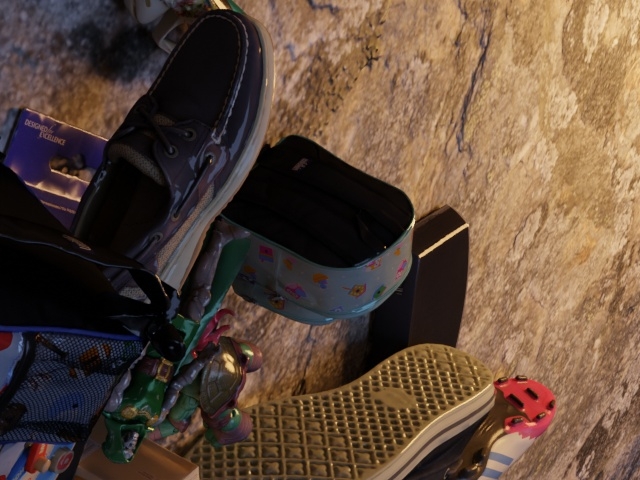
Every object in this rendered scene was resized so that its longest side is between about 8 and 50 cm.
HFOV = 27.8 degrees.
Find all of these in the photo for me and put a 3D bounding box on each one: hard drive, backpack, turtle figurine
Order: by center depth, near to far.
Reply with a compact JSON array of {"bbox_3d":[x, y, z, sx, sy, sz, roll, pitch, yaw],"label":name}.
[{"bbox_3d":[-0.277,0.033,0.837,0.213,0.276,0.263,-57,148,6],"label":"backpack"},{"bbox_3d":[-0.126,0.129,1.266,0.175,0.118,0.234,-64,156,-8],"label":"turtle figurine"},{"bbox_3d":[0.000,0.000,1.305,0.166,0.188,0.144,-41,140,-40],"label":"backpack"},{"bbox_3d":[0.134,0.094,1.717,0.172,0.054,0.254,-30,133,-47],"label":"hard drive"}]

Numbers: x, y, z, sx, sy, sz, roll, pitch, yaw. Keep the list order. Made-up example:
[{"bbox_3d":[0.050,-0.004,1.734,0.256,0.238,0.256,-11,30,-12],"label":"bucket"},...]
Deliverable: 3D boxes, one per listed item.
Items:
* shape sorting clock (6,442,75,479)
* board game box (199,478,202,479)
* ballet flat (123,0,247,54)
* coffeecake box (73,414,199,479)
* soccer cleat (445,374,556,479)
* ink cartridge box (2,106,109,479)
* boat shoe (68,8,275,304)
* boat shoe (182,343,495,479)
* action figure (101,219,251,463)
[{"bbox_3d":[-0.233,0.170,1.023,0.206,0.040,0.206,-56,163,-27],"label":"shape sorting clock"},{"bbox_3d":[-0.143,0.317,1.303,0.039,0.160,0.211,-38,139,-43],"label":"board game box"},{"bbox_3d":[-0.119,-0.200,1.100,0.077,0.091,0.241,-38,144,6],"label":"ballet flat"},{"bbox_3d":[-0.183,0.271,1.225,0.068,0.142,0.185,-36,137,-42],"label":"coffeecake box"},{"bbox_3d":[0.246,0.322,2.013,0.331,0.116,0.143,-27,146,-46],"label":"soccer cleat"},{"bbox_3d":[-0.243,0.087,1.097,0.176,0.069,0.371,20,89,-60],"label":"ink cartridge box"},{"bbox_3d":[-0.127,-0.058,1.035,0.092,0.103,0.285,24,93,-60],"label":"boat shoe"},{"bbox_3d":[0.025,0.261,1.502,0.500,0.187,0.156,-18,130,-48],"label":"boat shoe"},{"bbox_3d":[-0.137,0.085,1.136,0.137,0.063,0.232,28,80,-45],"label":"action figure"}]
